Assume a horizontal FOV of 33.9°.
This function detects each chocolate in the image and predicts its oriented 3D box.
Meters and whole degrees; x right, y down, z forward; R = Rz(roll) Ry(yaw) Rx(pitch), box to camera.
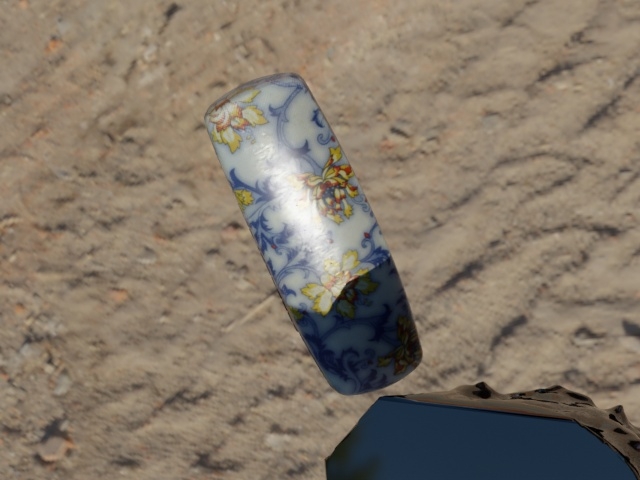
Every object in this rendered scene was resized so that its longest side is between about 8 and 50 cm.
[{"bbox_3d":[0.147,0.180,0.676,0.224,0.177,0.206,2,102,33],"label":"chocolate"}]

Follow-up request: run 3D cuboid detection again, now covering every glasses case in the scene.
[{"bbox_3d":[0.000,0.000,0.745,0.087,0.248,0.065,-21,21,4],"label":"glasses case"}]
